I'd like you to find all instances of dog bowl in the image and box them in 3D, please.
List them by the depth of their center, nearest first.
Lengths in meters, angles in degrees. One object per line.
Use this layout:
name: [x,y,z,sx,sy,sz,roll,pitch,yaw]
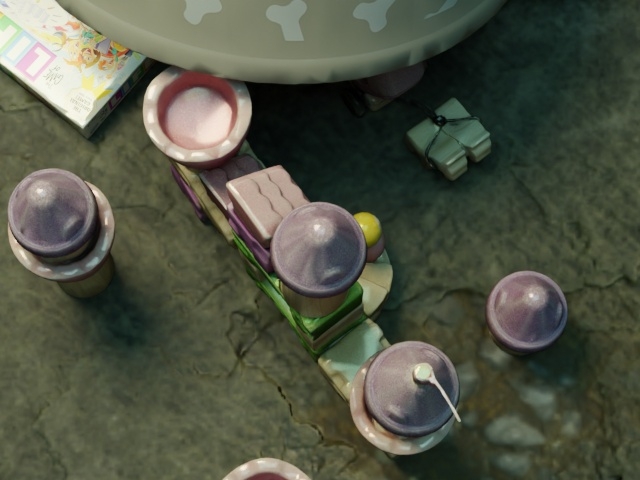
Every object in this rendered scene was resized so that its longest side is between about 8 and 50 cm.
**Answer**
dog bowl: [-0.028,-0.257,1.042,0.348,0.102,0.349,4,51,-4]

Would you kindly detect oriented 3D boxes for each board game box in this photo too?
board game box: [-0.188,-0.158,1.155,0.154,0.026,0.103,38,79,8]

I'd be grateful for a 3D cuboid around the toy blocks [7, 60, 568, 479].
toy blocks: [0.000,0.000,0.998,0.309,0.260,0.289,-36,79,-9]
